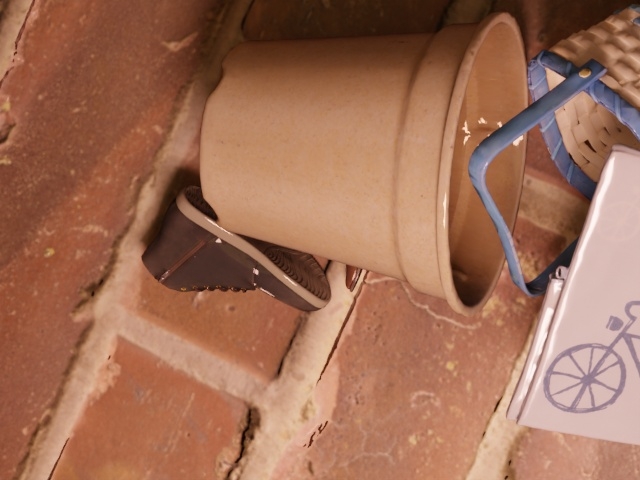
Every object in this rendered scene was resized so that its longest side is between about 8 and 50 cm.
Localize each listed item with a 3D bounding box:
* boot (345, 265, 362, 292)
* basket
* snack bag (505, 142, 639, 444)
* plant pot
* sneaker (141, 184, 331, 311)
[{"bbox_3d":[0.000,0.000,1.987,0.114,0.037,0.106,12,85,4],"label":"boot"},{"bbox_3d":[0.296,-0.097,1.796,0.289,0.255,0.201,-38,52,-7],"label":"basket"},{"bbox_3d":[0.392,0.071,1.761,0.323,0.037,0.342,10,111,-11],"label":"snack bag"},{"bbox_3d":[0.045,-0.102,1.852,0.305,0.334,0.333,8,98,20],"label":"plant pot"},{"bbox_3d":[-0.100,0.036,1.998,0.222,0.083,0.118,35,119,-3],"label":"sneaker"}]
